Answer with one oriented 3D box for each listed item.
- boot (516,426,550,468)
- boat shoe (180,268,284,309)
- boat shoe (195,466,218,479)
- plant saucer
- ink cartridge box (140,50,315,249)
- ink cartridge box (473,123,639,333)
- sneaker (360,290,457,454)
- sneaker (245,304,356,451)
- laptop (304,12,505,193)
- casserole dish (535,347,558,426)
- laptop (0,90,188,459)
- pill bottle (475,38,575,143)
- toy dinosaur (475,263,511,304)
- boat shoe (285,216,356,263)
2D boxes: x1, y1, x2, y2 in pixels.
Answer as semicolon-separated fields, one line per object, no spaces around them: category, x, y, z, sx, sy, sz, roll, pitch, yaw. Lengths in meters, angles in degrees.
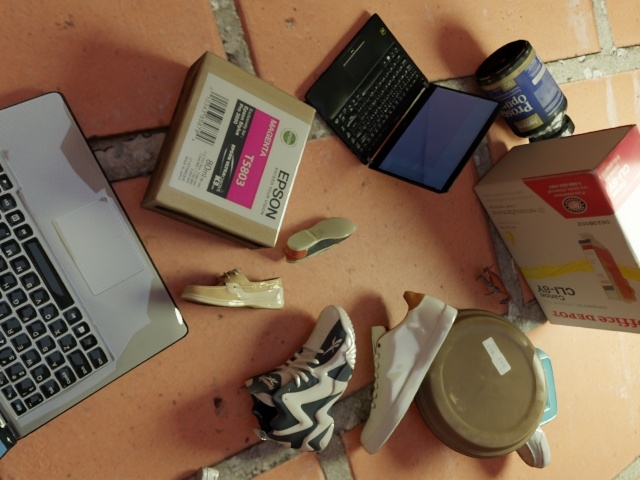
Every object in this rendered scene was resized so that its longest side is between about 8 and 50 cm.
boot;0.355;0.369;1.110;0.123;0.095;0.258;-30;95;-22
boat shoe;-0.130;0.072;0.842;0.170;0.063;0.059;9;81;-40
boat shoe;-0.173;0.388;0.819;0.035;0.035;0.100;20;72;-26
plant saucer;0.306;0.263;1.044;0.277;0.041;0.278;4;72;-11
ink cartridge box;-0.132;-0.126;0.828;0.193;0.088;0.235;21;77;-27
ink cartridge box;0.530;-0.007;1.105;0.160;0.279;0.385;-43;109;-24
sneaker;0.123;0.224;0.982;0.123;0.106;0.290;28;82;11
sneaker;-0.040;0.208;0.867;0.153;0.094;0.235;19;89;-37
laptop;0.152;-0.245;0.972;0.264;0.136;0.234;45;67;-22
casserole dish;0.466;0.322;1.199;0.114;0.037;0.189;-11;95;-30
laptop;-0.369;0.059;0.596;0.407;0.236;0.382;-31;105;-28
pill bottle;0.428;-0.291;1.144;0.219;0.122;0.123;45;68;-21
toy dinosaur;0.357;0.095;1.125;0.082;0.090;0.047;40;84;9
boat shoe;0.000;0.000;0.929;0.137;0.049;0.043;-23;142;-32
